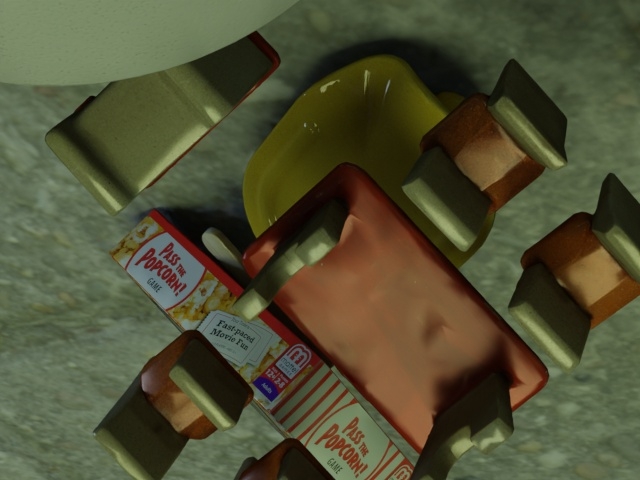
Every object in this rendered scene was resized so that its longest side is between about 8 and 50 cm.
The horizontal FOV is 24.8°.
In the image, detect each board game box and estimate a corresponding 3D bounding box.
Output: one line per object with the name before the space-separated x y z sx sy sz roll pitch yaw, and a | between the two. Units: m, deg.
board game box | -0.037 0.078 0.911 0.193 0.045 0.147 39 170 43

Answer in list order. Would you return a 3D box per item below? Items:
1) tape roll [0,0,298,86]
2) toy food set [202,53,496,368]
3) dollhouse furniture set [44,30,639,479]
tape roll | -0.088 -0.190 0.434 0.246 0.246 0.169 8 162 3
toy food set | 0.028 -0.029 0.836 0.128 0.071 0.218 42 138 -3
dollhouse furniture set | 0.000 0.000 0.718 0.262 0.135 0.259 -40 97 21
